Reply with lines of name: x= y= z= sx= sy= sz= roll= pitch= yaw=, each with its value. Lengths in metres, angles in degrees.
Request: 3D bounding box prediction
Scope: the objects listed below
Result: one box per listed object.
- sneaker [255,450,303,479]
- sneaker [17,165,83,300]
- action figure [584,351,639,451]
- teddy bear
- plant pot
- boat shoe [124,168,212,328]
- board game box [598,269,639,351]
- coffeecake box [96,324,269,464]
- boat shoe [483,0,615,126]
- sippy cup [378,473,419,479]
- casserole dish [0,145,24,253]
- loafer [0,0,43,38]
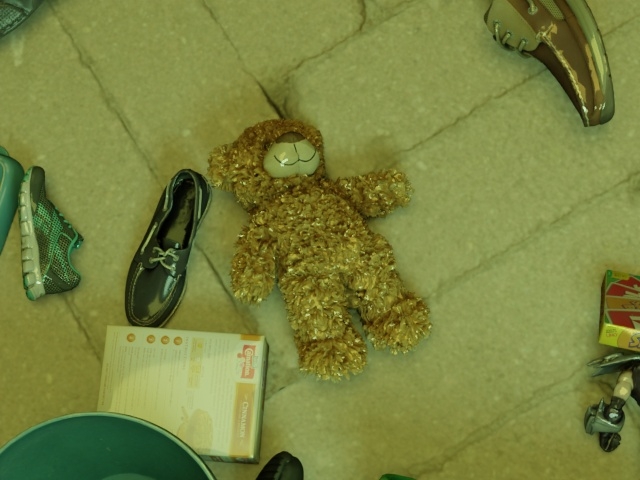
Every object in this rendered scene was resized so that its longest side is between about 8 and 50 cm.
sneaker: x=-0.048 y=0.403 z=1.563 sx=0.146 sy=0.122 sz=0.330 roll=18 pitch=75 yaw=-10
sneaker: x=-0.325 y=-0.010 z=1.715 sx=0.076 sy=0.065 sz=0.166 roll=-3 pitch=78 yaw=-14
action figure: x=0.393 y=0.222 z=1.583 sx=0.185 sy=0.099 sz=0.285 roll=-11 pitch=60 yaw=7
teddy bear: x=0.000 y=0.000 z=1.657 sx=0.245 sy=0.113 sz=0.338 roll=-9 pitch=74 yaw=-2
plant pot: x=-0.224 y=0.328 z=1.530 sx=0.290 sy=0.195 sz=0.290 roll=0 pitch=84 yaw=4
boat shoe: x=-0.187 y=0.009 z=1.690 sx=0.075 sy=0.065 sz=0.206 roll=18 pitch=77 yaw=8
board game box: x=0.447 y=0.100 z=1.605 sx=0.259 sy=0.124 sz=0.039 roll=14 pitch=120 yaw=5
coffeecake box: x=-0.158 y=0.179 z=1.641 sx=0.185 sy=0.068 sz=0.142 roll=4 pitch=74 yaw=5
boat shoe: x=0.258 y=-0.271 z=1.718 sx=0.116 sy=0.123 sz=0.324 roll=-23 pitch=68 yaw=4
sippy cup: x=0.134 y=0.392 z=1.497 sx=0.305 sy=0.240 sz=0.224 roll=19 pitch=88 yaw=21
casserole dish: x=-0.435 y=-0.037 z=1.733 sx=0.114 sy=0.037 sz=0.188 roll=15 pitch=77 yaw=8
loafer: x=-0.392 y=-0.330 z=1.795 sx=0.302 sy=0.095 sz=0.109 roll=-32 pitch=106 yaw=-1
